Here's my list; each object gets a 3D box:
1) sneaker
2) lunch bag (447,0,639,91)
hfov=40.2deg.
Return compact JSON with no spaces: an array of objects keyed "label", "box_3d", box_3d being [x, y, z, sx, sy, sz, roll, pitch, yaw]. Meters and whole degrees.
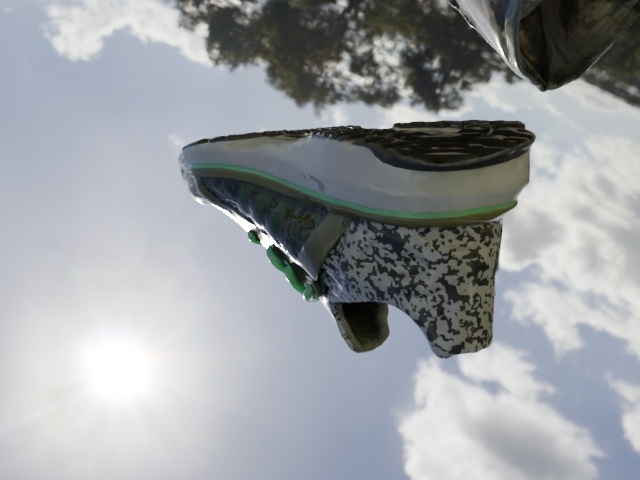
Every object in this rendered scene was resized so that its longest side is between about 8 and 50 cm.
[{"label":"sneaker","box_3d":[0.000,0.000,0.704,0.158,0.182,0.410,-8,-171,-28]},{"label":"lunch bag","box_3d":[0.122,-0.268,0.546,0.169,0.287,0.235,-22,-125,-21]}]
